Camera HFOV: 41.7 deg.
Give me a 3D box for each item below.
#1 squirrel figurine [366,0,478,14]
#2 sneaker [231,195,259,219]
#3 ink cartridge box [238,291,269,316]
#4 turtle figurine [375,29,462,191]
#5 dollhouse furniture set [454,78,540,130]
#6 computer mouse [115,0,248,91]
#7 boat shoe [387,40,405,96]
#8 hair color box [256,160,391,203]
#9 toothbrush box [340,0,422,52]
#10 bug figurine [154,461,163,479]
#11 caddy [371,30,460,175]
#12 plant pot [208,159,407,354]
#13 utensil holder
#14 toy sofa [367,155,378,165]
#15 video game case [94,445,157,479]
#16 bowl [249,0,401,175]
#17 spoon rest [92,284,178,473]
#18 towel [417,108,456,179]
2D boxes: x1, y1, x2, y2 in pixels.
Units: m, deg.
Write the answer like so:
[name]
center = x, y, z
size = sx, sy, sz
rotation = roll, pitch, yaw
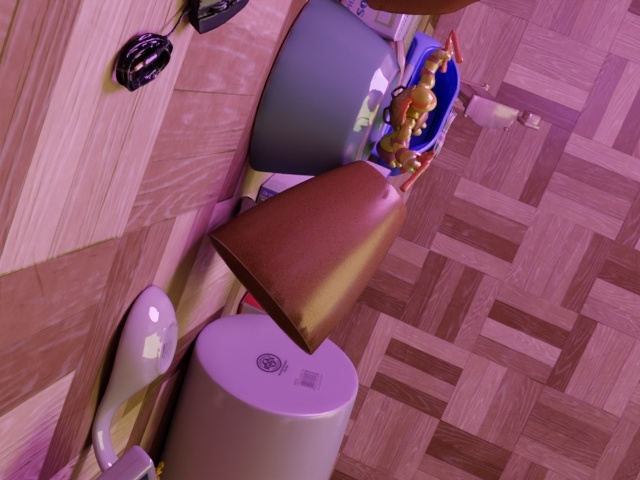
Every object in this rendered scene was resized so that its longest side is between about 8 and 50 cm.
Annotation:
[squirrel figurine]
center = 0.274, -0.554, 1.311
size = 0.281, 0.396, 0.371
rotation = 93, 7, -45
[sneaker]
center = -0.121, -0.021, 1.424
size = 0.071, 0.068, 0.170
rotation = -50, 162, -8
[ink cartridge box]
center = -0.093, 0.144, 1.901
size = 0.273, 0.114, 0.197
rotation = -60, 170, -50
[turtle figurine]
center = 0.138, -0.186, 1.324
size = 0.217, 0.087, 0.270
rotation = 118, -12, -77
[dollhouse furniture set]
center = 0.336, -0.345, 2.195
size = 0.303, 0.355, 0.174
rotation = -113, -138, -58
[computer mouse]
center = -0.118, -0.211, 0.802
size = 0.071, 0.041, 0.242
rotation = 107, 10, -50
[boat shoe]
center = 0.064, -0.268, 1.549
size = 0.302, 0.098, 0.109
rotation = 135, -37, -60
[hair color box]
center = 0.008, -0.081, 1.634
size = 0.339, 0.185, 0.110
rotation = -55, 167, -62
[toothbrush box]
center = 0.134, -0.469, 1.588
size = 0.283, 0.122, 0.206
rotation = -9, 121, -81
[bug figurine]
center = -0.333, 0.492, 1.378
size = 0.216, 0.072, 0.279
rotation = -67, 173, -65
[caddy]
center = 0.169, -0.315, 1.885
size = 0.179, 0.241, 0.341
rotation = 109, 6, -67
[plant pot]
center = 0.000, 0.000, 1.276
size = 0.254, 0.237, 0.237
rotation = -42, 168, -10
[utensil holder]
center = -0.130, 0.376, 1.560
size = 0.327, 0.327, 0.386
rotation = -53, 162, -65
[toy sofa]
center = 0.078, -0.148, 2.004
size = 0.150, 0.177, 0.363
rotation = 106, 9, -46
[video game case]
center = -0.309, 0.397, 0.980
size = 0.300, 0.036, 0.329
rotation = -40, 161, -26
[bowl]
center = 0.024, -0.227, 1.363
size = 0.311, 0.163, 0.312
rotation = 23, 90, -84
[spoon rest]
center = -0.246, 0.193, 1.102
size = 0.137, 0.084, 0.277
rotation = -34, 134, -80
[towel]
center = 0.261, -0.216, 1.912
size = 0.152, 0.023, 0.113
rotation = -64, -177, -35
